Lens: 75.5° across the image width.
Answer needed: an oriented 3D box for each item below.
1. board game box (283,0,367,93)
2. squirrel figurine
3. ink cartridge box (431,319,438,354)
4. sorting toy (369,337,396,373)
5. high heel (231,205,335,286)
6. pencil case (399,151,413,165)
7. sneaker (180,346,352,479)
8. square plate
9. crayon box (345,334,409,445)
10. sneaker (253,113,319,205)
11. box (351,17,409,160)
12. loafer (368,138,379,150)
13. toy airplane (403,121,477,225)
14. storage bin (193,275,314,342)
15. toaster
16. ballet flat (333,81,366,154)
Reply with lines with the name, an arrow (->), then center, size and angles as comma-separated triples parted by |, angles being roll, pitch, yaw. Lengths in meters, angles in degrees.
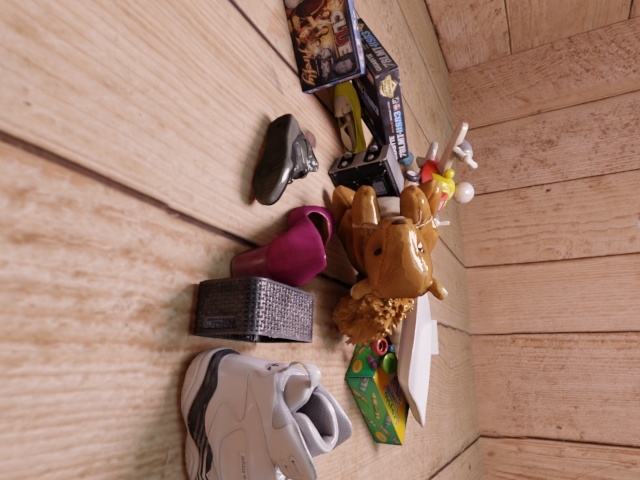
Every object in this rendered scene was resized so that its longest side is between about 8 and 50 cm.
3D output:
board game box -> 0.010, -0.502, 1.001 | 0.042, 0.165, 0.242 | -27, 106, -61
squirrel figurine -> 0.166, 0.066, 0.964 | 0.370, 0.282, 0.396 | -92, -175, -69
ink cartridge box -> 0.422, 0.397, 1.703 | 0.180, 0.045, 0.145 | 14, 70, -41
sorting toy -> 0.155, 0.286, 1.047 | 0.061, 0.042, 0.101 | -31, 102, -39
high heel -> 0.000, 0.000, 0.827 | 0.377, 0.182, 0.127 | -43, 120, -58
pencil case -> 0.331, -0.361, 1.685 | 0.152, 0.065, 0.070 | 28, 75, -58
sneaker -> -0.069, 0.332, 0.574 | 0.137, 0.211, 0.364 | -7, 90, -62
square plate -> 0.275, 0.311, 1.190 | 0.343, 0.050, 0.346 | 64, 32, -47
crayon box -> 0.169, 0.409, 1.149 | 0.278, 0.081, 0.165 | 67, 30, -26
sneaker -> -0.062, -0.144, 0.850 | 0.130, 0.087, 0.227 | 46, 38, -40
box -> 0.153, -0.415, 1.160 | 0.293, 0.074, 0.295 | 65, 4, -52
loafer -> 0.214, -0.312, 1.433 | 0.076, 0.079, 0.223 | 61, 34, -34
toy airplane -> 0.484, -0.234, 1.669 | 0.383, 0.273, 0.386 | -65, 168, -7
storage bin -> -0.100, 0.118, 0.668 | 0.180, 0.122, 0.084 | 32, 56, -56
toaster -> 0.139, -0.165, 1.153 | 0.185, 0.168, 0.110 | 60, 33, -35
ballet flat -> 0.079, -0.350, 1.201 | 0.077, 0.077, 0.230 | -33, 115, -42
